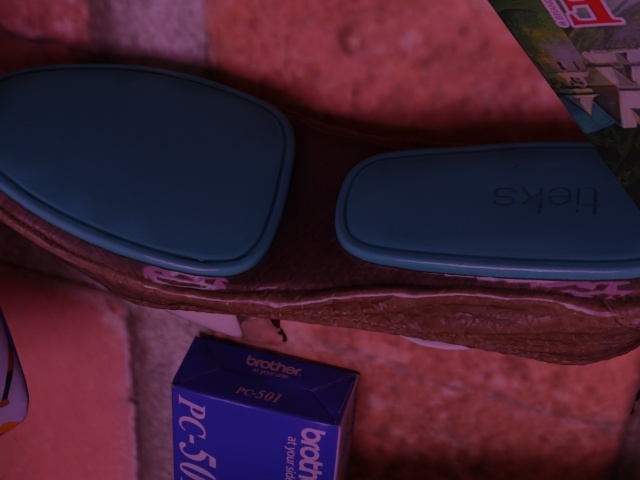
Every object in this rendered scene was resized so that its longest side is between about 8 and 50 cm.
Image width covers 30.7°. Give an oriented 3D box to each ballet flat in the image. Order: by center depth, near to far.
[{"bbox_3d":[0.000,0.000,0.540,0.342,0.116,0.124,6,147,11],"label":"ballet flat"}]

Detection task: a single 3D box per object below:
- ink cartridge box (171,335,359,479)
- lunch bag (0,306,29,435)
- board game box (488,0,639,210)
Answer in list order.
[{"bbox_3d":[-0.036,0.155,0.696,0.097,0.046,0.207,13,129,10],"label":"ink cartridge box"},{"bbox_3d":[-0.284,0.006,0.583,0.303,0.115,0.243,23,134,30],"label":"lunch bag"},{"bbox_3d":[0.225,-0.039,0.300,0.318,0.066,0.318,5,153,42],"label":"board game box"}]
